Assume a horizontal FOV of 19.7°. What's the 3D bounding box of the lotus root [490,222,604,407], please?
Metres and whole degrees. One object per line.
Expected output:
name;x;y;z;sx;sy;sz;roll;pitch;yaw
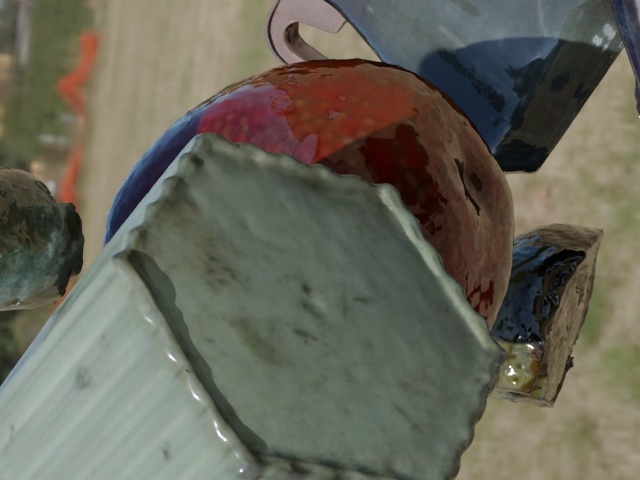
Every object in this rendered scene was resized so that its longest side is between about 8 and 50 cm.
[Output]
lotus root;0.180;0.074;1.787;0.314;0.142;0.210;76;-145;-70

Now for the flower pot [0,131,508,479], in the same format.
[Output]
flower pot;-0.045;0.086;0.981;0.189;0.209;0.239;-48;8;39

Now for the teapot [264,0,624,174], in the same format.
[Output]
teapot;0.102;-0.224;1.657;0.253;0.344;0.300;-47;-8;-51

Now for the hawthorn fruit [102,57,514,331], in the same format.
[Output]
hawthorn fruit;0.000;0.000;1.270;0.299;0.275;0.275;-54;-13;-39

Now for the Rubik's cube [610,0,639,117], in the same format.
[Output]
Rubik's cube;0.311;-0.264;1.089;0.310;0.307;0.305;60;-153;-52

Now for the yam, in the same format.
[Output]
yam;-0.236;-0.003;1.004;0.259;0.093;0.093;2;-84;-59
